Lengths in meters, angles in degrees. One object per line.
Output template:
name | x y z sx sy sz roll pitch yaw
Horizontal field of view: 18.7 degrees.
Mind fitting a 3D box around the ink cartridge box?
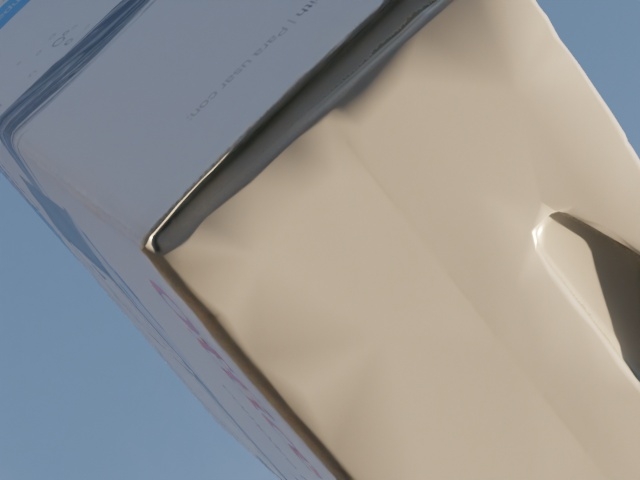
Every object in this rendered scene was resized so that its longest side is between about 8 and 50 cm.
ink cartridge box | 0.000 0.000 0.425 0.082 0.191 0.139 -42 -65 -7
